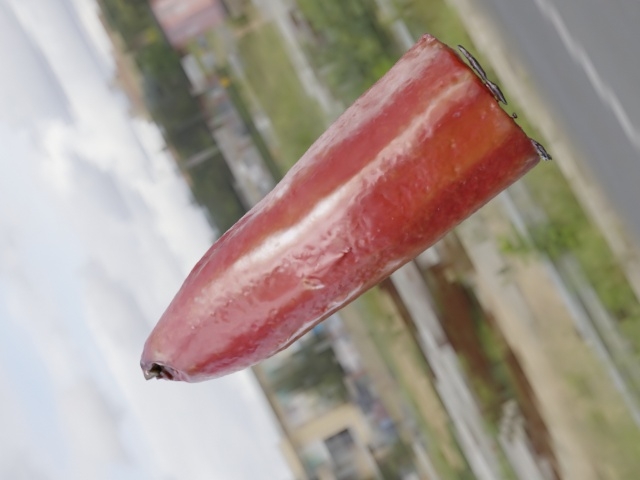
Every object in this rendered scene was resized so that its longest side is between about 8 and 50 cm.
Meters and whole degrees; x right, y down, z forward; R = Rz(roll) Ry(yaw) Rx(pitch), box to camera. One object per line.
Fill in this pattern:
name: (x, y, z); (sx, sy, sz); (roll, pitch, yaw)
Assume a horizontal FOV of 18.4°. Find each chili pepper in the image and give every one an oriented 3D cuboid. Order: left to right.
chili pepper: (-0.001, -0.002, 0.734); (0.065, 0.169, 0.088); (51, -177, -2)
